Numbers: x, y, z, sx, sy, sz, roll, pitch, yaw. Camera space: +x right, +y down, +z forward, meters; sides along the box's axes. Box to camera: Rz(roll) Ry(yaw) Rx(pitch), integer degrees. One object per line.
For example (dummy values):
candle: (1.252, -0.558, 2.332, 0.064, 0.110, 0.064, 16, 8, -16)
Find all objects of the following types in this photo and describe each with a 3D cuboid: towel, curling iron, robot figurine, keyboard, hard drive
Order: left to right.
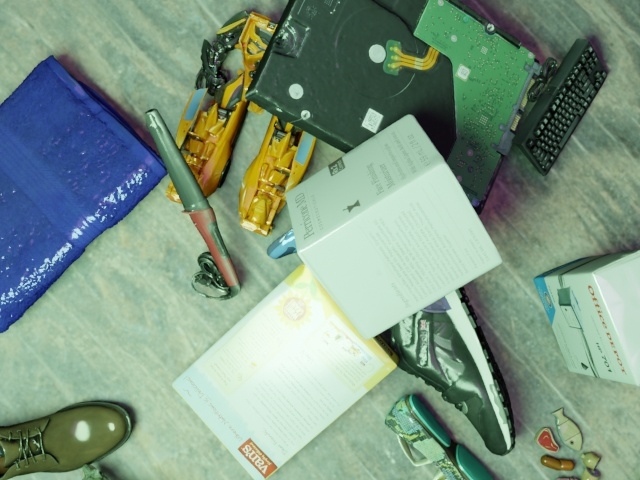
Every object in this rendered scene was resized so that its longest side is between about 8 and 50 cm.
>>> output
towel: (-0.374, -0.059, 0.925, 0.227, 0.076, 0.308, 44, 86, 9)
curling iron: (-0.159, -0.032, 0.868, 0.068, 0.035, 0.274, -3, 126, 18)
robot figurine: (-0.081, -0.164, 0.932, 0.211, 0.085, 0.291, 20, 85, -1)
hard drive: (0.103, -0.206, 0.903, 0.338, 0.064, 0.237, 25, 85, -18)
keyboard: (0.318, -0.186, 0.946, 0.108, 0.023, 0.180, 41, 76, -28)

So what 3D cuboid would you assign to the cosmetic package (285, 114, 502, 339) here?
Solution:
cosmetic package: (0.079, -0.017, 0.823, 0.183, 0.151, 0.151, -31, 119, 9)

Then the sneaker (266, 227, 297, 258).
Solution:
sneaker: (0.000, 0.000, 0.938, 0.144, 0.053, 0.059, -21, 88, -3)

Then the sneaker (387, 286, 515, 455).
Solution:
sneaker: (0.154, 0.149, 0.921, 0.124, 0.107, 0.283, -24, 85, 14)

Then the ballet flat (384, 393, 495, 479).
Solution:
ballet flat: (0.156, 0.283, 0.921, 0.070, 0.070, 0.188, -41, 86, -5)

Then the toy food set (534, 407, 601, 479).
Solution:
toy food set: (0.328, 0.292, 0.939, 0.078, 0.019, 0.122, -36, 87, -4)

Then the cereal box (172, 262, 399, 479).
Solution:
cereal box: (-0.046, 0.166, 0.898, 0.240, 0.047, 0.173, -42, 87, 10)

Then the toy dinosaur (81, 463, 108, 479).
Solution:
toy dinosaur: (-0.183, 0.360, 0.871, 0.268, 0.118, 0.064, 16, 42, 12)

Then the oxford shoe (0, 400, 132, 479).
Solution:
oxford shoe: (-0.349, 0.258, 0.883, 0.227, 0.096, 0.083, -15, 84, -5)

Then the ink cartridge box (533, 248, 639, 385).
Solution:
ink cartridge box: (0.352, 0.092, 0.872, 0.082, 0.191, 0.140, -21, 86, -4)
